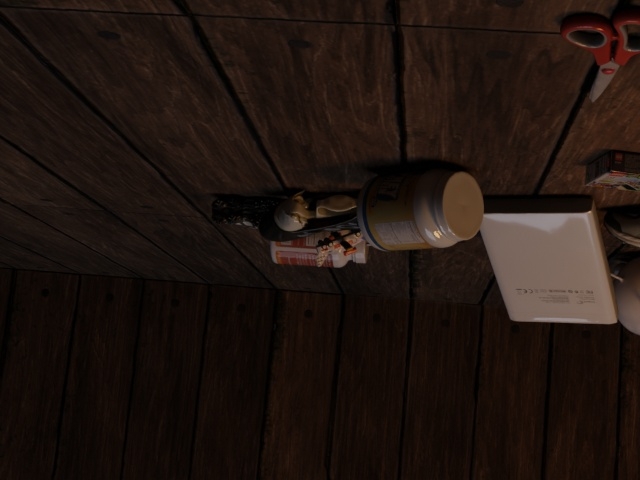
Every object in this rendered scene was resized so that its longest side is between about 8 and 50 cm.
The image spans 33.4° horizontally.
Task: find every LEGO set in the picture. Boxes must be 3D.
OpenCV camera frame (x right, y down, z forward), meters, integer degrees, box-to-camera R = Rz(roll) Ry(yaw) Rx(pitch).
[{"bbox_3d":[0.101,-0.013,2.233,0.244,0.060,0.182,-1,-154,34],"label":"LEGO set"}]

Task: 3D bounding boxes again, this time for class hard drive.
[{"bbox_3d":[0.466,0.046,2.178,0.232,0.047,0.353,0,140,26],"label":"hard drive"}]

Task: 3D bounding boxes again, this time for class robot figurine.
[{"bbox_3d":[0.847,0.143,2.590,0.353,0.200,0.300,12,-163,-38],"label":"robot figurine"}]

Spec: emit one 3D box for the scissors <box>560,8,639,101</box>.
[{"bbox_3d":[0.359,-0.213,1.286,0.108,0.021,0.297,0,167,21],"label":"scissors"}]

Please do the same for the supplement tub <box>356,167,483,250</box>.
[{"bbox_3d":[0.181,-0.056,1.937,0.199,0.144,0.144,-5,166,44],"label":"supplement tub"}]

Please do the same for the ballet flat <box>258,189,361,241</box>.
[{"bbox_3d":[-0.011,-0.063,2.200,0.280,0.095,0.096,-9,156,18],"label":"ballet flat"}]

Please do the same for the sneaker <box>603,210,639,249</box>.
[{"bbox_3d":[0.671,-0.025,2.044,0.100,0.108,0.271,-6,-163,-43],"label":"sneaker"}]

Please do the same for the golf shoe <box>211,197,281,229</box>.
[{"bbox_3d":[-0.139,-0.059,2.343,0.198,0.077,0.094,11,-178,5],"label":"golf shoe"}]

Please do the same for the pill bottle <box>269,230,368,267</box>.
[{"bbox_3d":[0.000,0.000,2.431,0.216,0.121,0.121,4,170,8],"label":"pill bottle"}]

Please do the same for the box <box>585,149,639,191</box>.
[{"bbox_3d":[0.556,-0.107,1.757,0.206,0.036,0.114,6,170,-5],"label":"box"}]
